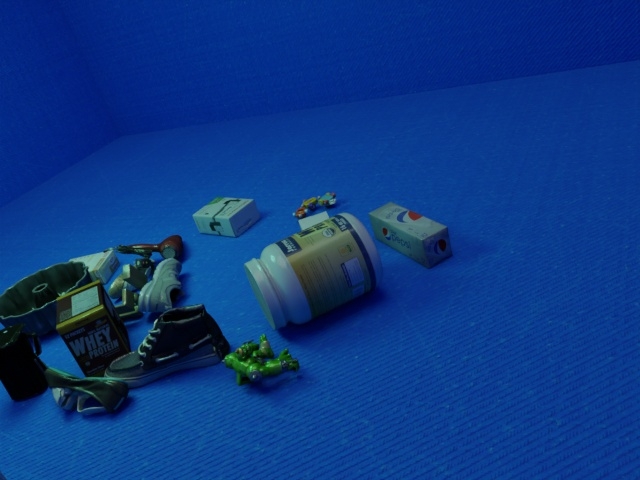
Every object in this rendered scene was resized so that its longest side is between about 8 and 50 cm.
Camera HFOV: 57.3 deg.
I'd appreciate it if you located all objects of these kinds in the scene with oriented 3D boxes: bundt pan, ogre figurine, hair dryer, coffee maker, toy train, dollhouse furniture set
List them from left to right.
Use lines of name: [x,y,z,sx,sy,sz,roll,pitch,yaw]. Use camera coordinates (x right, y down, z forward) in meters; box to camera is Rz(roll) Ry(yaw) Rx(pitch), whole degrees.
coffee maker: [-0.840,0.347,1.605,0.120,0.178,0.171,-8,26,23]
bundt pan: [-0.917,0.207,1.975,0.331,0.124,0.330,-14,28,7]
dollhouse furniture set: [-0.636,0.171,1.853,0.123,0.144,0.151,-14,64,8]
hair dryer: [-0.604,0.018,2.115,0.224,0.080,0.294,21,19,31]
ogre figurine: [-0.150,0.290,1.401,0.118,0.096,0.197,-16,36,-39]
toy train: [-0.015,-0.118,2.132,0.167,0.046,0.125,-17,28,8]

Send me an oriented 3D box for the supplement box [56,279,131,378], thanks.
supplement box: [-0.635,0.251,1.648,0.129,0.191,0.194,-25,27,-13]

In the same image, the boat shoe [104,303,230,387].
boat shoe: [-0.422,0.266,1.527,0.341,0.158,0.127,-17,27,2]

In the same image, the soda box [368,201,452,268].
soda box: [0.260,-0.023,1.728,0.091,0.098,0.286,-27,28,-17]

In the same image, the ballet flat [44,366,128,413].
ballet flat: [-0.616,0.385,1.494,0.281,0.095,0.096,1,61,28]

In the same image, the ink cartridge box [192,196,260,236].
ink cartridge box: [-0.357,-0.092,2.239,0.209,0.086,0.153,6,36,37]

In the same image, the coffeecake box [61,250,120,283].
coffeecake box: [-0.864,0.114,2.178,0.186,0.068,0.142,-12,27,11]

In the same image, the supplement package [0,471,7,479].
supplement package: [-0.773,0.563,1.242,0.105,0.105,0.179,-5,30,24]

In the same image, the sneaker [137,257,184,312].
sneaker: [-0.487,0.155,1.880,0.116,0.105,0.281,15,28,-2]

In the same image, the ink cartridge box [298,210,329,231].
ink cartridge box: [0.000,0.000,1.808,0.092,0.143,0.089,-20,45,-5]

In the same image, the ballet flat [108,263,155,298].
ballet flat: [-0.643,0.130,2.016,0.067,0.073,0.206,4,36,22]

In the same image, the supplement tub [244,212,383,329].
supplement tub: [-0.020,0.083,1.553,0.317,0.228,0.228,-25,28,-14]
